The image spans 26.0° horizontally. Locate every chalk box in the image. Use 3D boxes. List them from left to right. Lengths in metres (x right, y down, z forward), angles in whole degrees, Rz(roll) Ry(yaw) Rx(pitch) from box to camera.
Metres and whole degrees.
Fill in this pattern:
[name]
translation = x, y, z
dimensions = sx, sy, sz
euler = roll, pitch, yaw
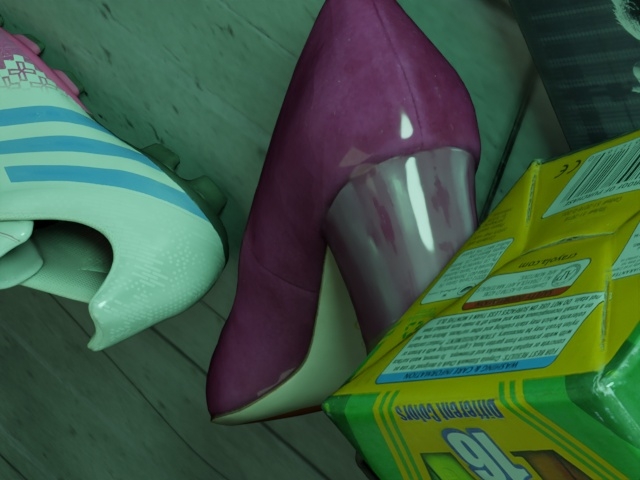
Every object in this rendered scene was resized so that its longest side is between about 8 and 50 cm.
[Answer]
[chalk box]
translation = 0.180, 0.109, 0.572
dimensions = 0.289, 0.179, 0.180
euler = 51, 150, -13

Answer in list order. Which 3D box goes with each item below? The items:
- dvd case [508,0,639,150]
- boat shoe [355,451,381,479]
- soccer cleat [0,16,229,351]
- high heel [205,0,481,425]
[dvd case]
translation = 0.146, -0.100, 0.568
dimensions = 0.164, 0.018, 0.221
euler = 0, 122, 50
[boat shoe]
translation = 0.119, 0.188, 0.850
dimensions = 0.228, 0.068, 0.081
euler = 43, 148, 13
[soccer cleat]
translation = -0.212, -0.050, 0.948
dimensions = 0.331, 0.143, 0.116
euler = 34, 145, 25
[high heel]
translation = 0.000, 0.000, 0.814
dimensions = 0.377, 0.127, 0.181
euler = 142, 118, -62
